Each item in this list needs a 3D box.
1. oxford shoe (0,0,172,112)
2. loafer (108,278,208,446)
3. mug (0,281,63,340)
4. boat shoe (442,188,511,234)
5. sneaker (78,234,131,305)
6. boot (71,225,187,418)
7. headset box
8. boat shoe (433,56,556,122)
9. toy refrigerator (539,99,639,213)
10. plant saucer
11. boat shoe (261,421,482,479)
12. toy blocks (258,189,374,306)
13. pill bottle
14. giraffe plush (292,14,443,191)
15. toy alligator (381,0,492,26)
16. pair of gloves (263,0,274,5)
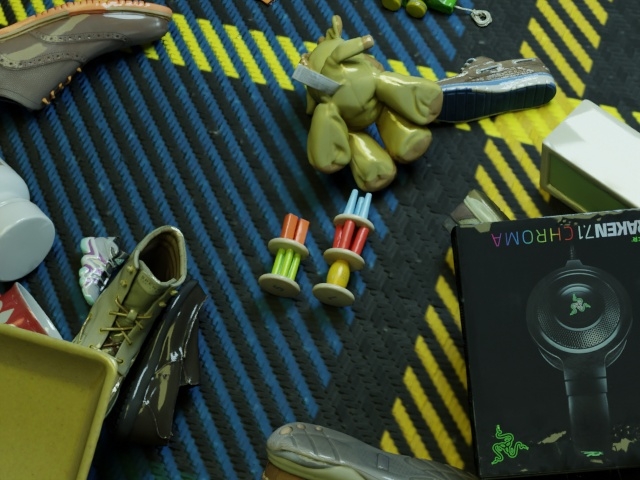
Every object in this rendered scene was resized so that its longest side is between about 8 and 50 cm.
[{"bbox_3d":[-0.377,-0.250,1.610,0.363,0.130,0.133,-14,92,-7],"label":"oxford shoe"},{"bbox_3d":[-0.178,0.149,1.368,0.078,0.080,0.220,28,63,-14],"label":"loafer"},{"bbox_3d":[-0.409,0.131,1.385,0.169,0.113,0.150,-36,64,-7],"label":"mug"},{"bbox_3d":[0.229,0.043,1.363,0.073,0.080,0.224,-42,73,19],"label":"boat shoe"},{"bbox_3d":[-0.267,0.033,1.457,0.069,0.038,0.098,-10,60,3],"label":"sneaker"},{"bbox_3d":[-0.224,0.094,1.320,0.077,0.165,0.213,30,42,-15],"label":"boot"},{"bbox_3d":[0.273,0.116,1.230,0.246,0.131,0.283,-5,86,5],"label":"headset box"},{"bbox_3d":[0.211,-0.201,1.510,0.183,0.066,0.066,-6,55,-6],"label":"boat shoe"},{"bbox_3d":[0.388,-0.041,1.367,0.269,0.102,0.094,39,72,24],"label":"toy refrigerator"},{"bbox_3d":[-0.394,0.248,1.251,0.332,0.081,0.333,14,83,16],"label":"plant saucer"},{"bbox_3d":[0.088,0.296,1.227,0.324,0.123,0.116,18,98,8],"label":"boat shoe"},{"bbox_3d":[0.000,0.000,1.428,0.123,0.054,0.148,10,63,13],"label":"toy blocks"},{"bbox_3d":[-0.450,-0.054,1.480,0.131,0.131,0.229,-43,64,-16],"label":"pill bottle"},{"bbox_3d":[0.035,-0.189,1.477,0.181,0.210,0.170,-44,27,12],"label":"giraffe plush"},{"bbox_3d":[0.148,-0.343,1.601,0.189,0.051,0.056,19,66,18],"label":"toy alligator"},{"bbox_3d":[-0.073,-0.382,1.680,0.074,0.010,0.083,39,75,24],"label":"pair of gloves"}]
